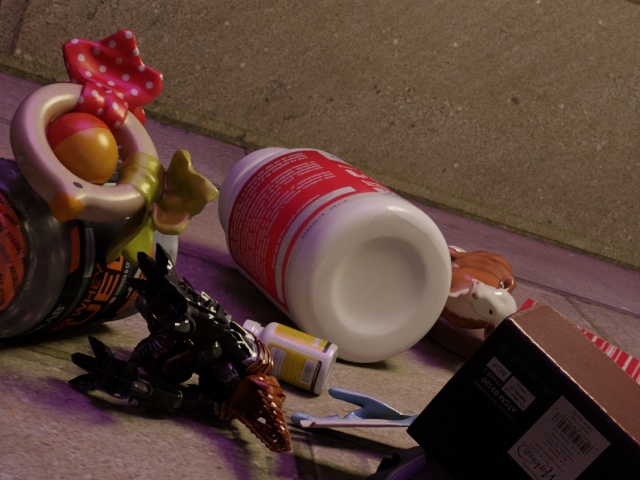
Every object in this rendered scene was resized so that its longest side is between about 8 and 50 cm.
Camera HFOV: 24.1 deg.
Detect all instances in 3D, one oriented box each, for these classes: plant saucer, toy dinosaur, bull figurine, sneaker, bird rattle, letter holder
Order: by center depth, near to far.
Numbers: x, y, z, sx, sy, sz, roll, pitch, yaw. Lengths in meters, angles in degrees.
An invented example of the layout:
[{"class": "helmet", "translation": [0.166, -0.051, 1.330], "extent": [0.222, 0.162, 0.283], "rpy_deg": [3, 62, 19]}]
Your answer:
[{"class": "letter holder", "translation": [0.268, 0.211, 1.389], "extent": [0.302, 0.152, 0.214], "rpy_deg": [45, 23, 15]}, {"class": "sneaker", "translation": [0.126, 0.233, 1.500], "extent": [0.124, 0.107, 0.283], "rpy_deg": [16, 9, 20]}, {"class": "bird rattle", "translation": [-0.226, -0.104, 1.555], "extent": [0.207, 0.143, 0.254], "rpy_deg": [-9, 72, -49]}, {"class": "toy dinosaur", "translation": [-0.118, 0.119, 1.571], "extent": [0.218, 0.164, 0.322], "rpy_deg": [29, -15, -40]}, {"class": "bull figurine", "translation": [0.207, 0.069, 2.219], "extent": [0.188, 0.101, 0.310], "rpy_deg": [18, 9, 11]}, {"class": "plant saucer", "translation": [0.276, 0.152, 2.321], "extent": [0.310, 0.050, 0.310], "rpy_deg": [17, 10, -3]}]

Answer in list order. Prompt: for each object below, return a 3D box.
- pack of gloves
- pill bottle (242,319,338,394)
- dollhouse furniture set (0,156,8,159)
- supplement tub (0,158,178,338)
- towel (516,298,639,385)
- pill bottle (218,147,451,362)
[{"class": "pack of gloves", "translation": [0.087, 0.178, 1.603], "extent": [0.232, 0.046, 0.195], "rpy_deg": [1, -8, -11]}, {"class": "pill bottle", "translation": [-0.042, 0.136, 1.799], "extent": [0.116, 0.065, 0.065], "rpy_deg": [20, 10, 7]}, {"class": "dollhouse furniture set", "translation": [-0.470, -0.078, 1.921], "extent": [0.181, 0.101, 0.161], "rpy_deg": [11, -10, -38]}, {"class": "supplement tub", "translation": [-0.311, 0.006, 1.656], "extent": [0.193, 0.194, 0.316], "rpy_deg": [23, 12, 23]}, {"class": "towel", "translation": [0.391, 0.191, 2.170], "extent": [0.274, 0.031, 0.199], "rpy_deg": [30, 25, 11]}, {"class": "pill bottle", "translation": [0.000, 0.000, 2.128], "extent": [0.229, 0.229, 0.407], "rpy_deg": [13, 12, -27]}]
